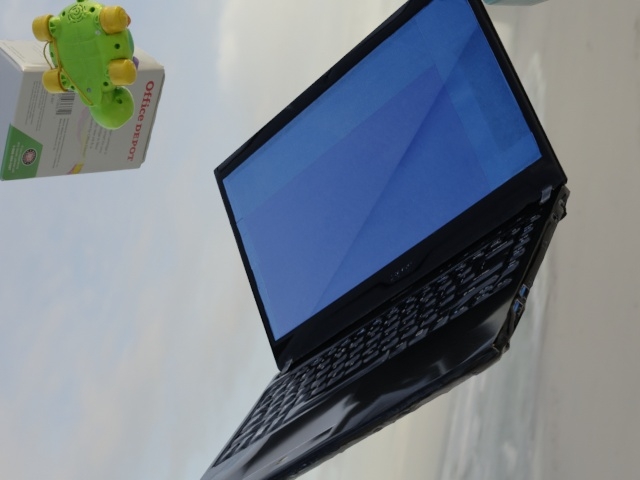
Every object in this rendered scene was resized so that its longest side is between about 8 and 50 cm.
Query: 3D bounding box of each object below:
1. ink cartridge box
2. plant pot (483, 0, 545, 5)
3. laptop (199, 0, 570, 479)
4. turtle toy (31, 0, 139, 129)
[{"bbox_3d":[-0.320,-0.169,1.380,0.212,0.093,0.154,-9,-52,-43],"label":"ink cartridge box"},{"bbox_3d":[0.263,-0.360,1.147,0.165,0.234,0.165,-14,-106,-48],"label":"plant pot"},{"bbox_3d":[0.000,0.000,0.586,0.234,0.136,0.264,-37,7,34],"label":"laptop"},{"bbox_3d":[-0.211,-0.168,1.020,0.066,0.095,0.130,-47,-48,-66],"label":"turtle toy"}]
